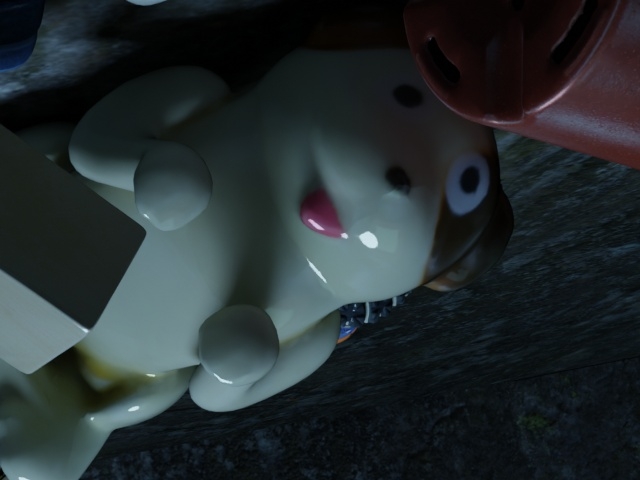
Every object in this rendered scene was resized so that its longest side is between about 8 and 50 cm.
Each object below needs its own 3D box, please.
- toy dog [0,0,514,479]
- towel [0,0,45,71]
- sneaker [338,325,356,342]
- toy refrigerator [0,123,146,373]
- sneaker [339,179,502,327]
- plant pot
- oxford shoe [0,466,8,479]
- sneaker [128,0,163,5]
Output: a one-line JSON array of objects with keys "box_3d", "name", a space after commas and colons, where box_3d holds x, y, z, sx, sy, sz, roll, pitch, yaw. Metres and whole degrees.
[{"box_3d": [-0.053, -0.009, 1.220, 0.408, 0.284, 0.395, -21, 180, 24], "name": "toy dog"}, {"box_3d": [-0.217, -0.139, 1.039, 0.067, 0.029, 0.119, -10, 166, -19], "name": "towel"}, {"box_3d": [-0.042, 0.009, 1.493, 0.083, 0.221, 0.087, -54, -174, -13], "name": "sneaker"}, {"box_3d": [-0.250, -0.039, 0.974, 0.269, 0.094, 0.102, 37, 144, -16], "name": "toy refrigerator"}, {"box_3d": [0.044, -0.006, 1.469, 0.122, 0.110, 0.283, 23, -151, 35], "name": "sneaker"}, {"box_3d": [0.213, -0.155, 0.980, 0.265, 0.272, 0.272, 6, 157, -36], "name": "plant pot"}, {"box_3d": [-0.249, 0.073, 1.379, 0.140, 0.397, 0.146, -3, 128, 26], "name": "oxford shoe"}, {"box_3d": [-0.038, -0.186, 0.919, 0.237, 0.086, 0.085, -23, 165, 38], "name": "sneaker"}]
